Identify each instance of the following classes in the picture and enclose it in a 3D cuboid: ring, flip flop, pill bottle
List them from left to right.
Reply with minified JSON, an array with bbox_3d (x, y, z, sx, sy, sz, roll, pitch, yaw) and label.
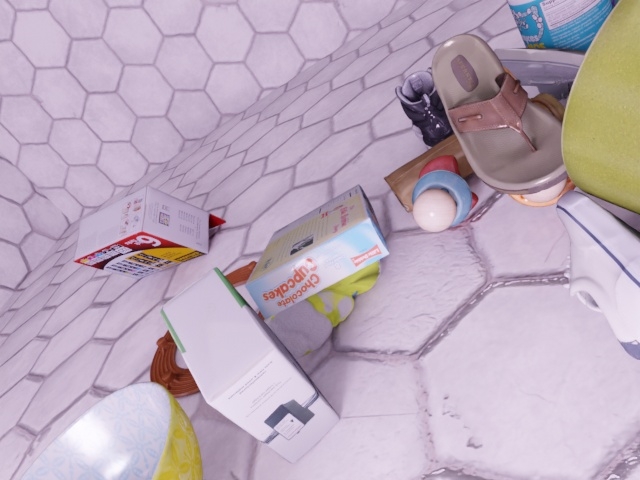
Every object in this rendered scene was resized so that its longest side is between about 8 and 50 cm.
[{"bbox_3d":[-0.204,0.155,0.995,0.336,0.032,0.337,-28,27,16],"label":"ring"},{"bbox_3d":[0.207,-0.169,0.628,0.112,0.080,0.277,-31,56,21],"label":"flip flop"},{"bbox_3d":[0.413,-0.403,0.882,0.146,0.264,0.146,-28,27,16],"label":"pill bottle"}]

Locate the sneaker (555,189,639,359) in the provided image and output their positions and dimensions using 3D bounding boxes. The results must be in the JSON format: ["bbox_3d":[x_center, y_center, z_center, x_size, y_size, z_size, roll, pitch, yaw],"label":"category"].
[{"bbox_3d":[0.294,0.022,0.539,0.091,0.094,0.258,-55,7,23],"label":"sneaker"}]

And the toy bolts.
[{"bbox_3d":[0.211,-0.110,0.706,0.228,0.218,0.158,-35,5,31],"label":"toy bolts"}]

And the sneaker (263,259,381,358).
[{"bbox_3d":[-0.013,0.098,0.811,0.240,0.091,0.126,-36,13,-15],"label":"sneaker"}]

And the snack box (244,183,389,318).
[{"bbox_3d":[0.000,0.000,0.802,0.187,0.060,0.322,-29,11,9],"label":"snack box"}]

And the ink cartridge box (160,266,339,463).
[{"bbox_3d":[-0.078,0.153,0.609,0.086,0.208,0.153,-39,48,-9],"label":"ink cartridge box"}]

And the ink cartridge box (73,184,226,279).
[{"bbox_3d":[-0.454,0.000,1.389,0.309,0.271,0.130,-18,62,34],"label":"ink cartridge box"}]

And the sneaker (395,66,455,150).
[{"bbox_3d":[0.219,-0.283,1.049,0.101,0.153,0.269,-29,27,14],"label":"sneaker"}]

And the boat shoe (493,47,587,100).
[{"bbox_3d":[0.386,-0.272,0.843,0.079,0.081,0.227,-19,31,-36],"label":"boat shoe"}]

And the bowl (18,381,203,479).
[{"bbox_3d":[-0.239,0.334,0.604,0.289,0.156,0.290,-28,27,16],"label":"bowl"}]

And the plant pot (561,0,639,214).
[{"bbox_3d":[0.418,-0.089,0.420,0.274,0.275,0.294,-37,42,-1],"label":"plant pot"}]

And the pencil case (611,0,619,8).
[{"bbox_3d":[0.611,-0.460,0.957,0.070,0.064,0.152,-55,21,20],"label":"pencil case"}]

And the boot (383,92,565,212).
[{"bbox_3d":[0.251,-0.132,0.851,0.269,0.089,0.236,-32,14,8],"label":"boot"}]
